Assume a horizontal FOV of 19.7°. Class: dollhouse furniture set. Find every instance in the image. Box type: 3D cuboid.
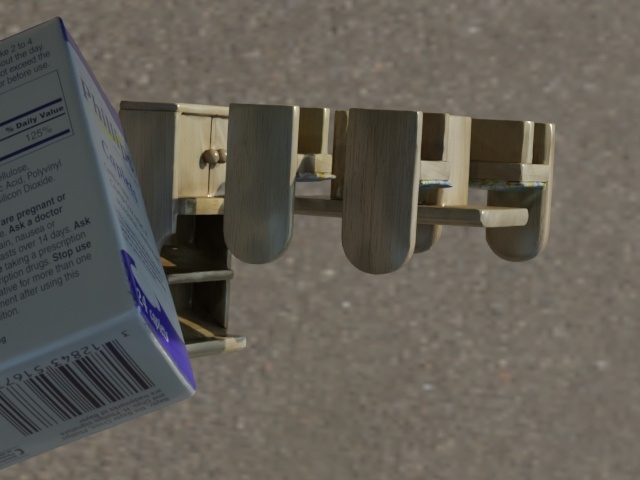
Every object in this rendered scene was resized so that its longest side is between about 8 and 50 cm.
[{"bbox_3d":[0.000,0.000,1.137,0.212,0.242,0.161,-3,96,-63],"label":"dollhouse furniture set"}]

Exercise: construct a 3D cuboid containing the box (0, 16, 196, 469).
[{"bbox_3d":[-0.126,0.009,0.677,0.072,0.126,0.137,61,9,-58],"label":"box"}]
